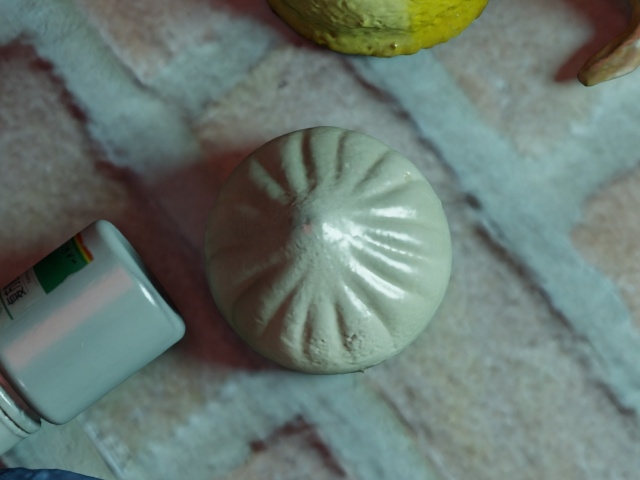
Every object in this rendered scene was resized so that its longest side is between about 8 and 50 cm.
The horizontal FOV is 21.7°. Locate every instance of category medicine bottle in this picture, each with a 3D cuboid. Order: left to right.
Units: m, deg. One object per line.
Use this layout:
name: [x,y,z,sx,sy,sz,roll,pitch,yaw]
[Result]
medicine bottle: [-0.146,0.056,0.900,0.130,0.080,0.080,-36,76,-1]

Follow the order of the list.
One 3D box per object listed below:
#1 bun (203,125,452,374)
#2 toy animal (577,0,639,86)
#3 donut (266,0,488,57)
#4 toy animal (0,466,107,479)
bun: [0.000,0.000,0.889,0.138,0.094,0.138,-2,74,8]
toy animal: [0.197,-0.170,0.852,0.104,0.185,0.184,42,86,12]
donut: [0.030,-0.195,0.940,0.162,0.065,0.178,-17,75,3]
toy animal: [-0.191,0.213,0.834,0.176,0.255,0.239,36,71,-29]
